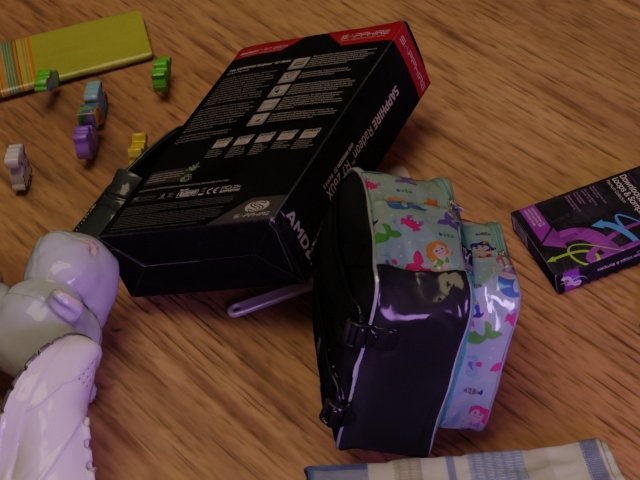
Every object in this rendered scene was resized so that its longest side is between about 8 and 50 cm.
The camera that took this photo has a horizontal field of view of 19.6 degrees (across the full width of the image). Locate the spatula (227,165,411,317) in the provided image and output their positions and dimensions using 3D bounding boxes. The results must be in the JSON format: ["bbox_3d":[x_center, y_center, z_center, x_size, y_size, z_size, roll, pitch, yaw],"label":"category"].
[{"bbox_3d":[0.000,0.000,2.004,0.242,0.019,0.168,-19,46,-5],"label":"spatula"}]

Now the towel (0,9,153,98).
[{"bbox_3d":[-0.334,-0.231,2.361,0.237,0.021,0.102,-15,46,-3],"label":"towel"}]

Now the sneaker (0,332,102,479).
[{"bbox_3d":[-0.253,0.228,1.733,0.129,0.111,0.297,14,67,7],"label":"sneaker"}]

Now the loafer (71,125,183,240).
[{"bbox_3d":[-0.214,-0.045,2.064,0.076,0.078,0.223,20,50,34],"label":"loafer"}]

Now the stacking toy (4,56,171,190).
[{"bbox_3d":[-0.272,-0.141,2.219,0.166,0.052,0.221,-3,39,9],"label":"stacking toy"}]

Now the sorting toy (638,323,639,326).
[{"bbox_3d":[0.408,0.131,1.697,0.126,0.127,0.365,-48,40,5],"label":"sorting toy"}]

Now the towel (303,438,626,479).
[{"bbox_3d":[0.129,0.224,1.611,0.285,0.034,0.209,-4,15,0],"label":"towel"}]

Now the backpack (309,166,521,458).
[{"bbox_3d":[0.079,0.056,1.761,0.191,0.225,0.253,3,33,-15],"label":"backpack"}]

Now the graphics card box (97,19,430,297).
[{"bbox_3d":[-0.053,-0.091,2.011,0.232,0.094,0.371,-5,34,32],"label":"graphics card box"}]

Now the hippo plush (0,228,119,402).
[{"bbox_3d":[-0.335,0.053,1.865,0.236,0.234,0.294,2,42,19],"label":"hippo plush"}]

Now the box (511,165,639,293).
[{"bbox_3d":[0.294,-0.015,1.926,0.162,0.029,0.116,-19,40,-9],"label":"box"}]

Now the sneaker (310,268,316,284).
[{"bbox_3d":[0.037,0.000,1.933,0.118,0.067,0.042,-30,47,-15],"label":"sneaker"}]
